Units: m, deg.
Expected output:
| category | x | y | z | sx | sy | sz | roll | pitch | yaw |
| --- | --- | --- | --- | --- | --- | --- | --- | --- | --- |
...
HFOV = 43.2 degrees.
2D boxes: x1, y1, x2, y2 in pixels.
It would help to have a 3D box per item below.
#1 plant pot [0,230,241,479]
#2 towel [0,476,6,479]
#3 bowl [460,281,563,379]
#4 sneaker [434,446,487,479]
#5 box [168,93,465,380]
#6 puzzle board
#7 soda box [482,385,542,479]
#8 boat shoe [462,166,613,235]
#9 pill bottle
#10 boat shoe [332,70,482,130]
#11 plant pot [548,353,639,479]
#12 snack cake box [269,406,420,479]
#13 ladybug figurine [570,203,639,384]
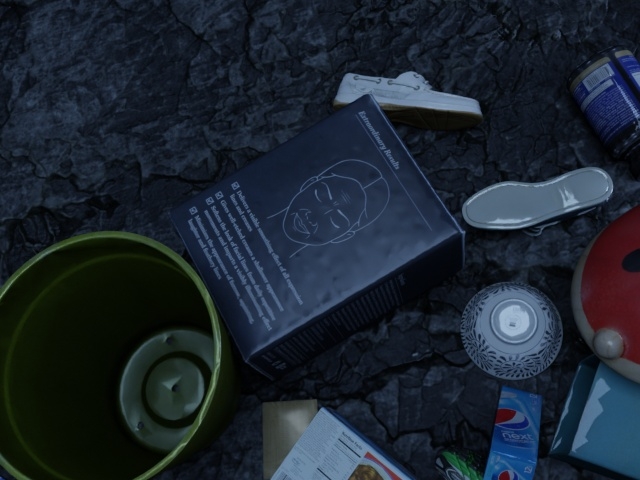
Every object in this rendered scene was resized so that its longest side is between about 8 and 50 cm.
| category | x | y | z | sx | sy | sz | roll | pitch | yaw |
| --- | --- | --- | --- | --- | --- | --- | --- | --- | --- |
| plant pot | -0.284 | 0.212 | 1.270 | 0.366 | 0.353 | 0.367 | -3 | 72 | 9 |
| towel | -0.505 | 0.564 | 1.363 | 0.335 | 0.040 | 0.243 | 20 | 78 | 15 |
| bowl | 0.318 | 0.141 | 1.335 | 0.170 | 0.080 | 0.170 | -3 | 73 | 8 |
| sneaker | 0.285 | 0.455 | 1.214 | 0.146 | 0.134 | 0.343 | -49 | 60 | 14 |
| box | 0.000 | 0.000 | 1.364 | 0.395 | 0.212 | 0.294 | -30 | 70 | 0 |
| puzzle board | -0.050 | 0.337 | 1.372 | 0.096 | 0.011 | 0.128 | -5 | 72 | 7 |
| soda box | 0.291 | 0.301 | 1.219 | 0.067 | 0.210 | 0.071 | 13 | 109 | 13 |
| boat shoe | 0.370 | -0.063 | 1.391 | 0.254 | 0.079 | 0.095 | -18 | 68 | 1 |
| pill bottle | 0.529 | -0.216 | 1.389 | 0.122 | 0.123 | 0.219 | -25 | 70 | 1 |
| boat shoe | 0.163 | -0.267 | 1.482 | 0.276 | 0.098 | 0.096 | 9 | 75 | 14 |
| plant pot | 0.496 | 0.291 | 1.218 | 0.234 | 0.165 | 0.166 | 21 | 77 | 10 |
| snack cake box | 0.068 | 0.399 | 1.248 | 0.264 | 0.089 | 0.152 | 35 | 86 | 30 |
| ladybug figurine | 0.561 | 0.050 | 1.194 | 0.449 | 0.162 | 0.305 | -30 | 61 | -32 |
